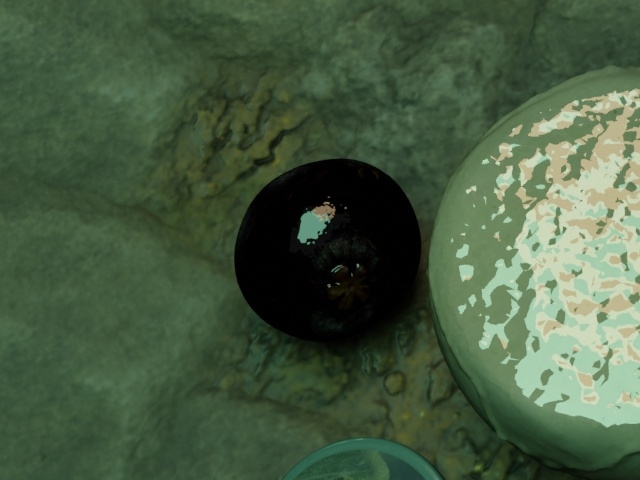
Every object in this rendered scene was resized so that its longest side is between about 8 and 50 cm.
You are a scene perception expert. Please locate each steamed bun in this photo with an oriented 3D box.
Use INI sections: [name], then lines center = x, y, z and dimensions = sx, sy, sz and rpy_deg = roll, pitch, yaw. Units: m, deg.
[steamed bun]
center = 0.215, 0.030, 1.209
dimensions = 0.283, 0.177, 0.283
rpy_deg = -6, 68, 15

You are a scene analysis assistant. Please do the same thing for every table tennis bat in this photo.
[table tennis bat]
center = 0.046, 0.238, 1.252
dimensions = 0.149, 0.038, 0.237
rpy_deg = -35, 58, 1

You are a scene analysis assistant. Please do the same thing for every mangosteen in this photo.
[mangosteen]
center = 0.000, 0.000, 1.333
dimensions = 0.137, 0.137, 0.151
rpy_deg = -35, 27, 0
